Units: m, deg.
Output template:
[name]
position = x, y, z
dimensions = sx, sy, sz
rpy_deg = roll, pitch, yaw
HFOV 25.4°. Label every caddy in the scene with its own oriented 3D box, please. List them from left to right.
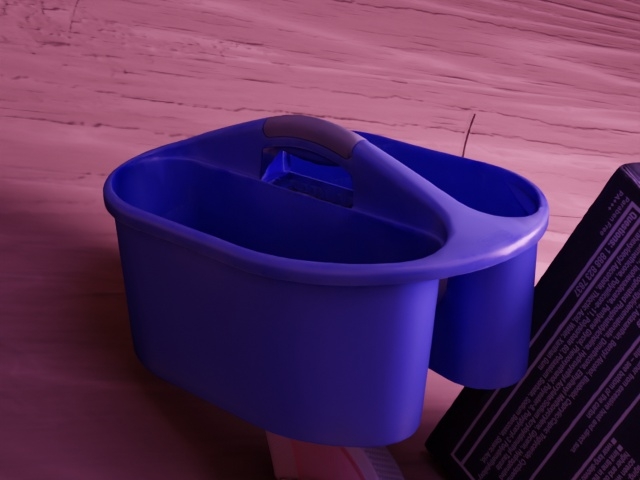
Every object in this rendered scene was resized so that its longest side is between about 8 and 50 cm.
[caddy]
position = 0.000, 0.000, 1.001
dimensions = 0.241, 0.179, 0.341
rpy_deg = -21, 28, -39

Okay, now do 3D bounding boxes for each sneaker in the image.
[sneaker]
position = 0.011, 0.166, 1.022
dimensions = 0.134, 0.070, 0.051
rpy_deg = 55, 19, -13

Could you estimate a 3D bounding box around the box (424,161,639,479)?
[box]
position = 0.283, 0.145, 1.028
dimensions = 0.182, 0.296, 0.294
rpy_deg = -6, 47, -44
